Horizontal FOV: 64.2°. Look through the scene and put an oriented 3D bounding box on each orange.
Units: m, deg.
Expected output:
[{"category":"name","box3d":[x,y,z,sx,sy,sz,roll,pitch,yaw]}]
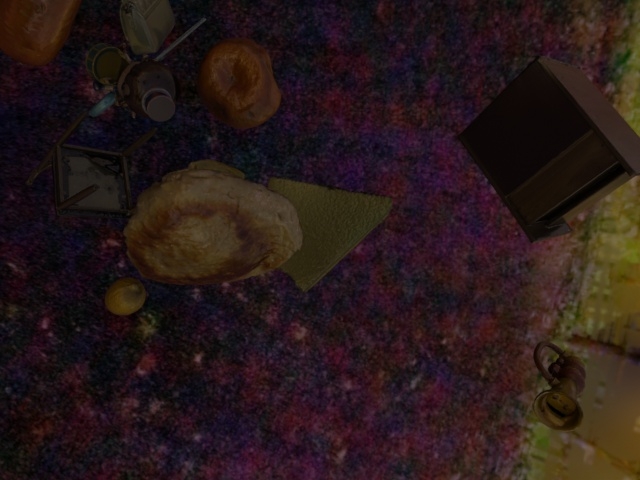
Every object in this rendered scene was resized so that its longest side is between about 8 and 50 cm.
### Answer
[{"category":"orange","box3d":[-0.229,-0.438,1.445,0.183,0.249,0.248,-36,132,-75]}]

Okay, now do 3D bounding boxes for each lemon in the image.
[{"category":"lemon","box3d":[-0.427,0.122,1.120,0.082,0.111,0.082,23,52,-33]}]

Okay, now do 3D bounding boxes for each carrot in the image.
[{"category":"carrot","box3d":[-0.125,-0.197,0.278,0.248,0.043,0.043,-46,158,28]}]

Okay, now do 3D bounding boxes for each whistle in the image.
[{"category":"whistle","box3d":[0.254,0.150,0.548,0.109,0.057,0.046,-35,135,-55]}]

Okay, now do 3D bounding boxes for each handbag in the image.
[{"category":"handbag","box3d":[-0.498,-0.664,1.427,0.256,0.079,0.219,-85,169,-47]}]

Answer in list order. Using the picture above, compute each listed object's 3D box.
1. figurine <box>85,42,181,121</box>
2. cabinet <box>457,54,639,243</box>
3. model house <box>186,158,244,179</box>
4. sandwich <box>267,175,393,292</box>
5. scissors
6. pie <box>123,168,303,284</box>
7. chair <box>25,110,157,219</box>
[{"category":"figurine","box3d":[-0.447,-0.386,1.260,0.161,0.276,0.158,-63,155,1]},{"category":"cabinet","box3d":[0.367,-0.136,0.790,0.148,0.215,0.175,-8,151,-40]},{"category":"model house","box3d":[-0.248,-0.061,1.177,0.175,0.234,0.193,-33,156,-48]},{"category":"sandwich","box3d":[0.000,0.000,0.987,0.063,0.245,0.212,24,78,-78]},{"category":"scissors","box3d":[-0.501,-0.514,1.498,0.447,0.193,0.029,-45,114,-11]},{"category":"pie","box3d":[-0.127,-0.005,0.614,0.205,0.179,0.084,16,54,-42]},{"category":"chair","box3d":[-0.479,-0.130,1.085,0.188,0.272,0.166,1,75,-51]}]
